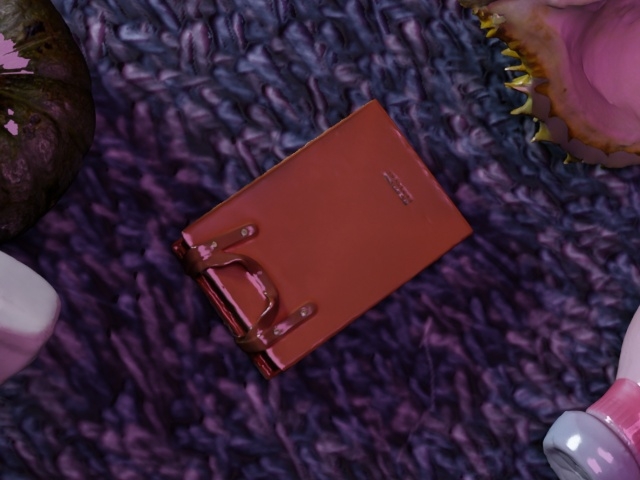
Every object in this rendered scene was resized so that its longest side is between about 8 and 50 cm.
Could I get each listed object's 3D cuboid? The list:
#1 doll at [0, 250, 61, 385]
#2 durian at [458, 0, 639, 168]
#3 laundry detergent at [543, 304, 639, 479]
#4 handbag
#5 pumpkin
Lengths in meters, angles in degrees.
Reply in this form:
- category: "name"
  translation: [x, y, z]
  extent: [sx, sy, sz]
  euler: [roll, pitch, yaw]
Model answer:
- category: "doll"
  translation: [-0.345, 0.128, 1.202]
  extent: [0.423, 0.161, 0.348]
  euler: [-26, 87, 18]
- category: "durian"
  translation: [0.244, -0.155, 1.500]
  extent: [0.305, 0.185, 0.195]
  euler: [-28, 112, -22]
- category: "laundry detergent"
  translation: [0.311, 0.076, 1.493]
  extent: [0.335, 0.088, 0.159]
  euler: [-39, 89, -15]
- category: "handbag"
  translation: [0.000, 0.000, 1.458]
  extent: [0.190, 0.063, 0.127]
  euler: [-35, 87, -19]
- category: "pumpkin"
  translation: [-0.263, -0.099, 1.372]
  extent: [0.224, 0.157, 0.223]
  euler: [6, 74, -21]
